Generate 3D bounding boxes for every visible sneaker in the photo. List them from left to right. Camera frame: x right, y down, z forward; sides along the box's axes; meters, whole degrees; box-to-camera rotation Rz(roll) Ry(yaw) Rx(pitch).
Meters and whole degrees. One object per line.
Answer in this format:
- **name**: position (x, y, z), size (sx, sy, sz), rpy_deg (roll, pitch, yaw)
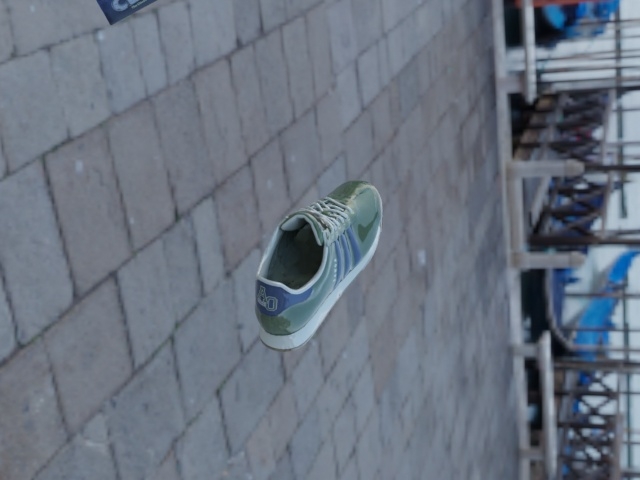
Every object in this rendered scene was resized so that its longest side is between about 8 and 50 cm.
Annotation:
- **sneaker**: position (0.000, 0.000, 0.877), size (0.192, 0.064, 0.086), rpy_deg (-58, 153, -32)

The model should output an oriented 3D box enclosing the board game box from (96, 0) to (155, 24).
- **board game box**: position (-0.166, -0.360, 1.151), size (0.165, 0.243, 0.042), rpy_deg (56, -6, 37)
